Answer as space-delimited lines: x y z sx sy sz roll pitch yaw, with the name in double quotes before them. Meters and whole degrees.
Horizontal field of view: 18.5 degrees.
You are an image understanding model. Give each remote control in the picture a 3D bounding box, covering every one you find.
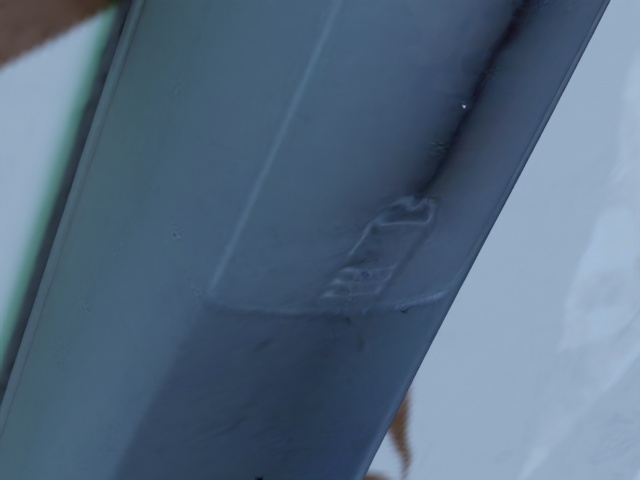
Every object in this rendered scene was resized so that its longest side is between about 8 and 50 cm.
"remote control" 0.000 0.000 0.446 0.109 0.055 0.313 -3 130 -35
